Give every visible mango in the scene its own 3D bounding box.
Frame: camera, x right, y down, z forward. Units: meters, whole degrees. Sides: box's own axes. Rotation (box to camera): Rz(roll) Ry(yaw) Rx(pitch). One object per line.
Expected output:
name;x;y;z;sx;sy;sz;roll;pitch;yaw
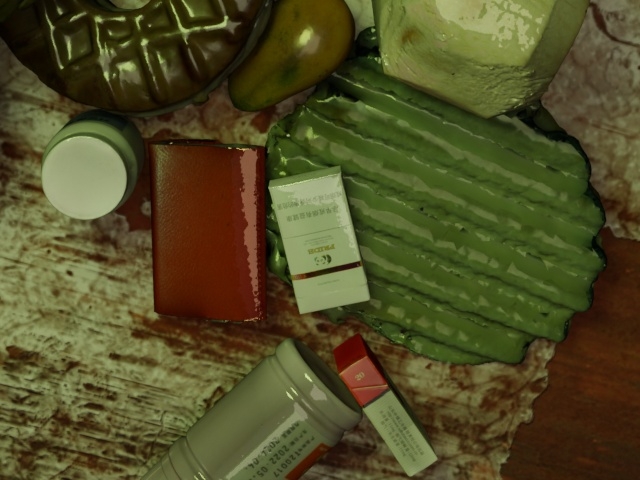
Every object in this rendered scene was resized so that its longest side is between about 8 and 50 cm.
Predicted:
mango;-0.036;-0.213;1.530;0.163;0.111;0.089;-25;137;22

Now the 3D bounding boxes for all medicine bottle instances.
medicine bottle;-0.246;-0.082;1.501;0.103;0.186;0.102;-1;102;-3
medicine bottle;-0.082;0.239;1.607;0.250;0.133;0.133;-42;101;4

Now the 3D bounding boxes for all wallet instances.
wallet;-0.127;-0.011;1.581;0.142;0.045;0.204;4;103;19

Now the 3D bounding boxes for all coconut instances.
coconut;0.152;-0.245;1.434;0.241;0.241;0.241;-1;102;-3

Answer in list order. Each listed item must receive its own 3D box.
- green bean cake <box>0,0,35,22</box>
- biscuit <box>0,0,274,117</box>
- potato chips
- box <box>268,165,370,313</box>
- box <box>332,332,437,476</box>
green bean cake;-0.358;-0.358;1.288;0.202;0.285;0.310;-35;98;28
biscuit;-0.203;-0.298;1.476;0.332;0.103;0.332;1;98;9
potato chips;0.135;-0.040;1.597;0.429;0.070;0.358;24;104;-5
box;0.000;0.000;1.558;0.084;0.040;0.154;-13;107;3
box;0.074;0.190;1.623;0.048;0.100;0.152;-32;102;1
